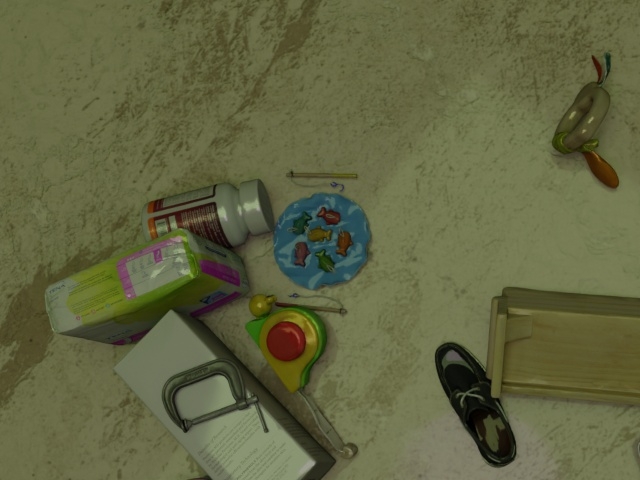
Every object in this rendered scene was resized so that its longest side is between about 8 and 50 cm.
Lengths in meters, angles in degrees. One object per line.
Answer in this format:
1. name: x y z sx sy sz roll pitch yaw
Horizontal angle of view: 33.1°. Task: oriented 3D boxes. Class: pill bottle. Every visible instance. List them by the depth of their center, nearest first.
1. pill bottle: -0.205 -0.037 1.967 0.221 0.121 0.121 -14 77 9

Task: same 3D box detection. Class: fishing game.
1. fishing game: 0.000 0.000 1.963 0.189 0.041 0.264 6 81 15

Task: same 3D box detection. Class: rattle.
1. rattle: 0.503 -0.217 1.890 0.143 0.130 0.199 27 59 4

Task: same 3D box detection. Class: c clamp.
1. c clamp: -0.178 0.265 1.757 0.161 0.022 0.137 -16 76 7

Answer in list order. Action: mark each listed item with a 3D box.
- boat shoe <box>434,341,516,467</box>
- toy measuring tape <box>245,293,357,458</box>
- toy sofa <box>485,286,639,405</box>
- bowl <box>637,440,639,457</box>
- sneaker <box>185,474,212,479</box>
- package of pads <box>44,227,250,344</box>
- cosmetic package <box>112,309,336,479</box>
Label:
1. boat shoe: 0.266 0.275 1.840 0.084 0.079 0.233 -28 73 5
2. toy measuring tape: -0.010 0.221 1.891 0.121 0.121 0.330 -37 83 3
3. toy sofa: 0.462 0.181 1.790 0.363 0.177 0.150 4 103 8
4. bowl: 0.604 0.370 1.766 0.142 0.053 0.142 -24 75 6
5. sneaker: -0.262 0.477 1.888 0.252 0.111 0.103 -30 75 5
6. package of pads: -0.303 0.090 1.889 0.297 0.229 0.101 -23 72 14
7. cosmetic package: -0.161 0.301 1.859 0.365 0.197 0.155 43 90 17
